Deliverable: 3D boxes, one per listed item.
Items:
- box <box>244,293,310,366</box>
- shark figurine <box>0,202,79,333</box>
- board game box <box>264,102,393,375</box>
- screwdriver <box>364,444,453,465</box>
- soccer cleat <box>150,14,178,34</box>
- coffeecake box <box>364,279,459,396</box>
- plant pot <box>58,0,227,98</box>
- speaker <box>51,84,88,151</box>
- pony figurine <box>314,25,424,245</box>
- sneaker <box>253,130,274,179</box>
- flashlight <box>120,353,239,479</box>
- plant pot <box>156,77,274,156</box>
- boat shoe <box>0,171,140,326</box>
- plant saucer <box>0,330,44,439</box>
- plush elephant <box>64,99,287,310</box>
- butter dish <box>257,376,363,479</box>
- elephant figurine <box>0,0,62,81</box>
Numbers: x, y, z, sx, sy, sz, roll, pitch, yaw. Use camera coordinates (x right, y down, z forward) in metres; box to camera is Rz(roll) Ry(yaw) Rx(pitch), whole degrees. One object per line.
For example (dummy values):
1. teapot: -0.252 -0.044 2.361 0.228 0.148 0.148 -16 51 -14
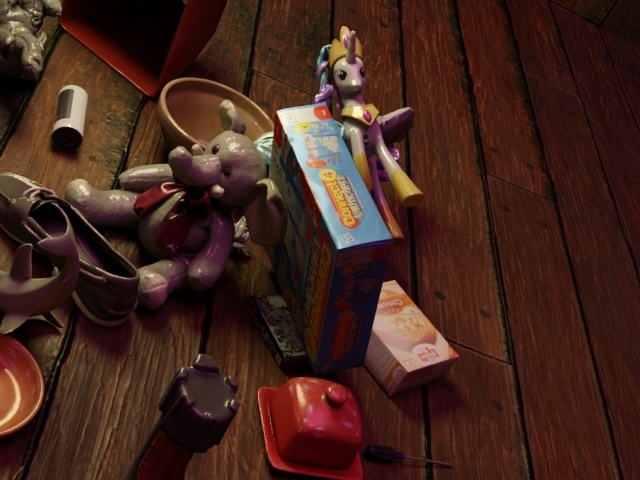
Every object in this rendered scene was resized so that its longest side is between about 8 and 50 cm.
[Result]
1. box: -0.055 0.146 1.823 0.094 0.027 0.137 0 44 -40
2. shark figurine: -0.393 0.073 1.501 0.166 0.278 0.116 52 45 -18
3. board game box: 0.000 0.000 1.742 0.086 0.308 0.302 -10 49 -17
4. screwdriver: 0.140 0.344 1.738 0.170 0.025 0.024 20 33 -32
5. soccer cleat: -0.362 -0.456 2.346 0.179 0.060 0.072 41 52 17
6. coffeecake box: 0.124 0.166 1.905 0.142 0.068 0.185 -10 52 -46
7. plant pot: -0.320 -0.493 2.196 0.267 0.267 0.236 39 42 11
8. speaker: -0.444 -0.217 1.961 0.055 0.055 0.136 18 36 -20
9. pony figurine: 0.071 -0.173 2.078 0.302 0.351 0.363 -11 68 -11
10. sneaker: -0.047 -0.063 1.991 0.110 0.107 0.275 -35 101 -28
11. flashlight: -0.185 0.277 1.297 0.103 0.304 0.103 39 35 9
12. plant pot: -0.205 -0.190 2.067 0.237 0.110 0.237 20 35 -15
13. boat shoe: -0.391 -0.013 1.698 0.335 0.095 0.112 44 36 18
14. plant saucer: -0.462 0.187 1.437 0.200 0.037 0.200 20 35 -15
15. plush elephant: -0.193 -0.073 1.790 0.330 0.255 0.272 -5 48 -43
16. butter dish: 0.002 0.260 1.639 0.160 0.118 0.160 14 36 -24
17. elephant figurine: -0.554 -0.353 1.975 0.169 0.186 0.239 -6 68 4
